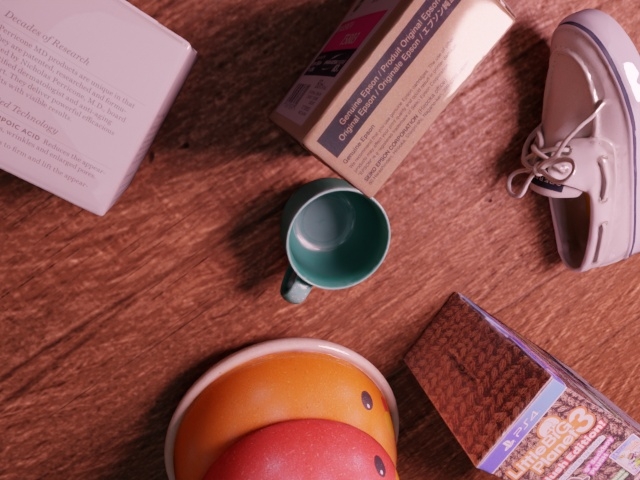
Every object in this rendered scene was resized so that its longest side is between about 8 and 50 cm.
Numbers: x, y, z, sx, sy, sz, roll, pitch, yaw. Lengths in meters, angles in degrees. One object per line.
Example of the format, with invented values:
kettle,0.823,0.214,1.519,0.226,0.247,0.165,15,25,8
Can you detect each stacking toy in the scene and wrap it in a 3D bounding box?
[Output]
stacking toy,-0.009,0.366,0.522,0.350,0.480,0.351,-4,110,-11

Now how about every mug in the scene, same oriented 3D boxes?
mug,0.001,-0.009,0.603,0.157,0.097,0.130,-24,112,-3

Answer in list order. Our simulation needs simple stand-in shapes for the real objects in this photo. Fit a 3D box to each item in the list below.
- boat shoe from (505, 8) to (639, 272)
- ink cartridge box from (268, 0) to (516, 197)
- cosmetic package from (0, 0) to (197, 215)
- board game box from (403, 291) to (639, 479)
boat shoe,0.334,-0.102,0.640,0.156,0.136,0.367,-27,122,1
ink cartridge box,0.047,-0.167,0.485,0.088,0.235,0.193,35,97,-22
cosmetic package,-0.234,-0.152,0.472,0.151,0.151,0.184,29,99,-20
board game box,0.307,0.241,0.686,0.290,0.232,0.141,32,99,-20
